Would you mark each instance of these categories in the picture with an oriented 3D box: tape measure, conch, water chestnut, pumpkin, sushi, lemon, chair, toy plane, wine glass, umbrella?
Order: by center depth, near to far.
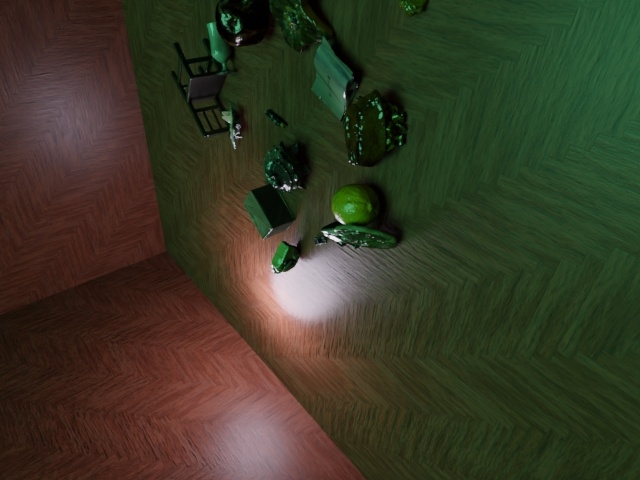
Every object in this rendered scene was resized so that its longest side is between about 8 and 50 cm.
[{"bbox_3d":[0.180,-0.376,1.559,0.167,0.178,0.297,-135,38,-56],"label":"sushi"},{"bbox_3d":[-0.092,-0.845,1.678,0.290,0.095,0.259,17,137,60],"label":"pumpkin"},{"bbox_3d":[0.137,-0.137,1.741,0.181,0.180,0.193,63,151,4],"label":"lemon"},{"bbox_3d":[-0.332,-0.912,1.865,0.224,0.223,0.238,65,162,1],"label":"water chestnut"},{"bbox_3d":[-0.165,-0.344,2.053,0.313,0.186,0.241,119,128,-73],"label":"conch"},{"bbox_3d":[-0.208,-0.560,2.072,0.144,0.037,0.040,45,128,33],"label":"umbrella"},{"bbox_3d":[-0.481,-0.925,2.164,0.103,0.103,0.231,9,115,52],"label":"wine glass"},{"bbox_3d":[-0.597,-0.785,2.322,0.417,0.203,0.240,61,148,9],"label":"chair"},{"bbox_3d":[-0.179,0.095,2.344,0.087,0.154,0.178,39,109,29],"label":"tape measure"},{"bbox_3d":[-0.449,-0.587,2.354,0.262,0.088,0.192,81,177,-54],"label":"toy plane"}]

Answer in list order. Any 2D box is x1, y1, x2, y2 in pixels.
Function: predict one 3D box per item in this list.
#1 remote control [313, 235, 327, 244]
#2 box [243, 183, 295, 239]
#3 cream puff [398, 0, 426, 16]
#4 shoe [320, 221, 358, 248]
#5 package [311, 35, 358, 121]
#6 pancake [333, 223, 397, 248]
[{"bbox_3d":[0.000,0.000,2.159,0.096,0.014,0.039,-10,102,55],"label":"remote control"},{"bbox_3d":[-0.268,-0.150,2.313,0.232,0.148,0.155,61,146,8],"label":"box"},{"bbox_3d":[0.264,-0.698,1.307,0.083,0.058,0.084,14,120,48],"label":"cream puff"},{"bbox_3d":[0.090,-0.019,1.955,0.227,0.099,0.112,1,119,53],"label":"shoe"},{"bbox_3d":[0.052,-0.597,1.677,0.204,0.062,0.251,54,158,16],"label":"package"},{"bbox_3d":[0.178,-0.013,1.745,0.253,0.253,0.037,-8,65,56],"label":"pancake"}]
